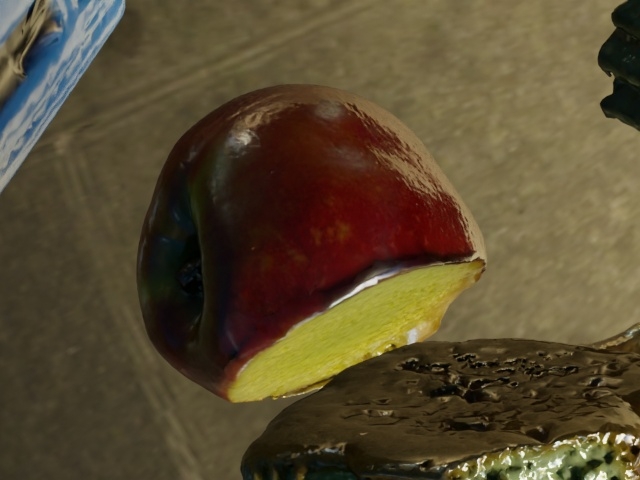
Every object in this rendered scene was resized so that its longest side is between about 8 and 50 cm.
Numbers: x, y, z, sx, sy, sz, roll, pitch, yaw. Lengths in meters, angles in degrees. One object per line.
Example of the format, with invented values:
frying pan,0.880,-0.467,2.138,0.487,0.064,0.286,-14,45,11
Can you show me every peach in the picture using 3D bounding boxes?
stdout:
peach,0.000,0.000,1.542,0.248,0.274,0.245,-8,84,52

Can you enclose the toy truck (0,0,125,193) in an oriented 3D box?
toy truck,-0.211,-0.029,0.657,0.161,0.385,0.162,15,147,22

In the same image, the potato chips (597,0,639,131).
potato chips,0.365,-0.026,1.548,0.097,0.389,0.373,-37,118,0

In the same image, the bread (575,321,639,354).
bread,0.316,0.221,1.803,0.142,0.091,0.305,-21,65,4

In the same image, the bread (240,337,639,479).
bread,0.051,0.082,0.665,0.140,0.128,0.069,3,108,27
